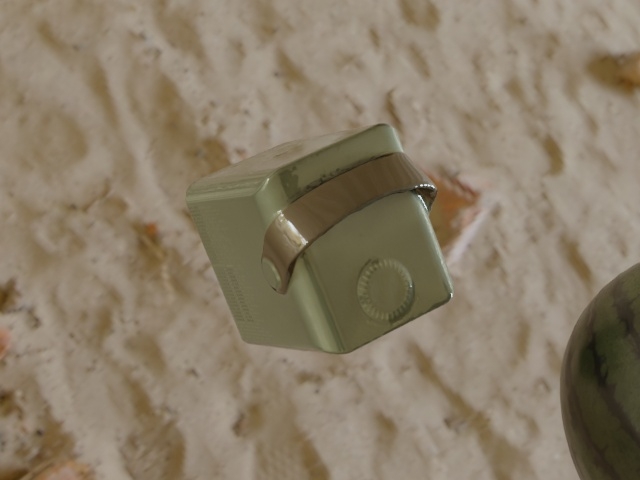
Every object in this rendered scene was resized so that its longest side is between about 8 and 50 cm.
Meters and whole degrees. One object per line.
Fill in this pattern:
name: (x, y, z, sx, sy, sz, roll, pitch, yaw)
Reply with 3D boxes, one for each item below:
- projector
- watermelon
projector: (0.000, 0.000, 1.401, 0.163, 0.242, 0.177, -27, 99, -25)
watermelon: (0.365, 0.171, 1.308, 0.279, 0.279, 0.359, -13, 52, -42)
